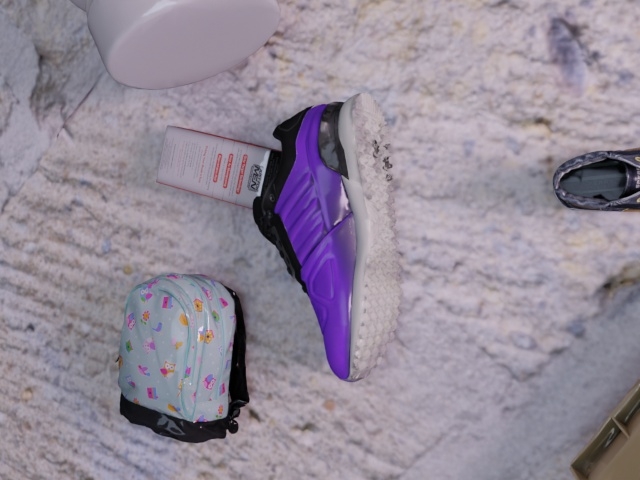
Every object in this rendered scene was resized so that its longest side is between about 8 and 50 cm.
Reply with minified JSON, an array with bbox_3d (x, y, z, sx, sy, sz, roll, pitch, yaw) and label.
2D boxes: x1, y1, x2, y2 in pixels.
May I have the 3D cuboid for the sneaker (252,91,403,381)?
[{"bbox_3d":[0.000,0.000,0.742,0.146,0.102,0.293,-3,86,27],"label":"sneaker"}]

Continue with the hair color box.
[{"bbox_3d":[-0.117,-0.085,0.809,0.141,0.043,0.072,17,99,22],"label":"hair color box"}]

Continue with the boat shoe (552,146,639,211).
[{"bbox_3d":[0.300,-0.053,0.616,0.183,0.083,0.065,-6,90,23],"label":"boat shoe"}]

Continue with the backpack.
[{"bbox_3d":[-0.160,0.128,0.799,0.152,0.115,0.182,10,94,24],"label":"backpack"}]

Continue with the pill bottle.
[{"bbox_3d":[-0.198,-0.377,0.733,0.224,0.224,0.392,-24,82,22],"label":"pill bottle"}]

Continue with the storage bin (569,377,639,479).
[{"bbox_3d":[0.363,0.183,0.519,0.262,0.123,0.260,-58,28,15],"label":"storage bin"}]
